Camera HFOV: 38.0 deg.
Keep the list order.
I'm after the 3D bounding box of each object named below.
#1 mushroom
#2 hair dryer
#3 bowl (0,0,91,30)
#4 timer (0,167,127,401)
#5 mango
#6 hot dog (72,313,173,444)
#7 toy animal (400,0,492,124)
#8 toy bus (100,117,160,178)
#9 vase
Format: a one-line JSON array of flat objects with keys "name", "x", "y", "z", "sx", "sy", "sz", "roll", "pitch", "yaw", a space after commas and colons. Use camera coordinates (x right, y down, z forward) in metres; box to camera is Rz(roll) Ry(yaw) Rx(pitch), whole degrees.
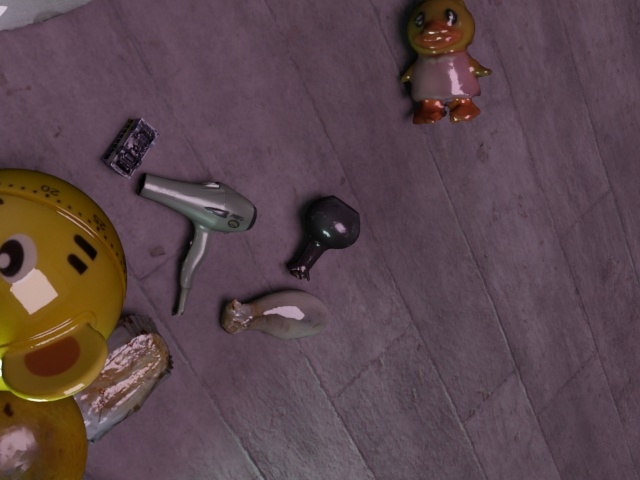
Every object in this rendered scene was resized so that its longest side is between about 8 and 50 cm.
[{"name": "mushroom", "x": -0.089, "y": 0.153, "z": 1.882, "sx": 0.225, "sy": 0.093, "sz": 0.116, "roll": 5, "pitch": 120, "yaw": -43}, {"name": "hair dryer", "x": -0.271, "y": -0.013, "z": 1.722, "sx": 0.229, "sy": 0.092, "sz": 0.267, "roll": 38, "pitch": 88, "yaw": -30}, {"name": "bowl", "x": -0.479, "y": -0.487, "z": 1.293, "sx": 0.435, "sy": 0.435, "sz": 0.196, "roll": -6, "pitch": 71, "yaw": -36}, {"name": "timer", "x": -0.469, "y": 0.082, "z": 1.380, "sx": 0.376, "sy": 0.376, "sz": 0.387, "roll": 59, "pitch": 24, "yaw": -32}, {"name": "mango", "x": -0.559, "y": 0.417, "z": 1.527, "sx": 0.301, "sy": 0.220, "sz": 0.445, "roll": 18, "pitch": 101, "yaw": -38}, {"name": "hot dog", "x": -0.388, "y": 0.255, "z": 1.694, "sx": 0.270, "sy": 0.082, "sz": 0.162, "roll": -44, "pitch": 116, "yaw": -10}, {"name": "toy animal", "x": 0.261, "y": -0.397, "z": 1.959, "sx": 0.169, "sy": 0.195, "sz": 0.281, "roll": -66, "pitch": 148, "yaw": -58}, {"name": "toy bus", "x": -0.336, "y": -0.162, "z": 1.632, "sx": 0.052, "sy": 0.058, "sz": 0.102, "roll": 41, "pitch": 72, "yaw": -36}, {"name": "vase", "x": 0.000, "y": 0.000, "z": 1.903, "sx": 0.120, "sy": 0.120, "sz": 0.183, "roll": 31, "pitch": 97, "yaw": -38}]
